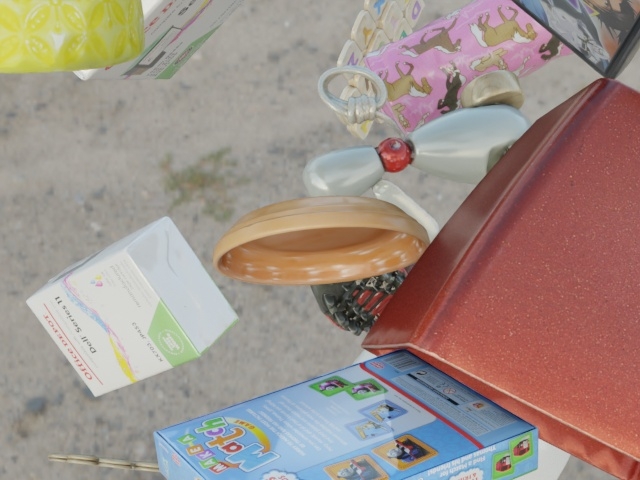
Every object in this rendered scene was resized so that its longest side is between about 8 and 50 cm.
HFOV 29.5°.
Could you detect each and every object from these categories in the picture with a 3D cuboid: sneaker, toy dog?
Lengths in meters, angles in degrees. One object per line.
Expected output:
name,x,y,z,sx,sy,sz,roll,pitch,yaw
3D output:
sneaker,0.056,0.037,1.350,0.276,0.097,0.135,18,32,-57
toy dog,0.147,-0.099,1.587,0.334,0.161,0.220,2,59,2

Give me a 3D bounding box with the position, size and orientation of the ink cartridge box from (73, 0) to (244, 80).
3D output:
ink cartridge box,-0.175,-0.277,1.290,0.117,0.201,0.278,47,13,2

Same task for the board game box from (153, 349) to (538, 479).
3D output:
board game box,0.016,0.143,0.830,0.212,0.039,0.160,-14,23,-27

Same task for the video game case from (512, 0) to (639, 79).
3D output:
video game case,0.214,-0.288,1.107,0.248,0.275,0.035,42,75,10

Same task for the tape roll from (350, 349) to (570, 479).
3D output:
tape roll,0.155,0.231,1.562,0.392,0.072,0.392,-32,33,24

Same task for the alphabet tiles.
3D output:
alphabet tiles,0.107,-0.323,2.128,0.021,0.278,0.284,20,81,22

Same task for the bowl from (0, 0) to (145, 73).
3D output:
bowl,-0.266,-0.226,0.874,0.290,0.156,0.289,6,19,-2

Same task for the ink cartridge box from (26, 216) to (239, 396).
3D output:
ink cartridge box,-0.326,0.121,1.952,0.207,0.353,0.119,56,43,-10

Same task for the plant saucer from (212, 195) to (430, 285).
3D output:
plant saucer,0.000,0.000,1.115,0.200,0.200,0.037,-2,74,-9

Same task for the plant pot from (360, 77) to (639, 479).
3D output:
plant pot,0.215,0.035,0.905,0.267,0.267,0.235,28,83,-3

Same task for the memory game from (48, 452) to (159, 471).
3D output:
memory game,-0.222,0.258,1.399,0.186,0.186,0.012,6,78,-1

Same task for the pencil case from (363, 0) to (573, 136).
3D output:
pencil case,0.248,-0.287,1.746,0.386,0.167,0.160,-29,55,7
